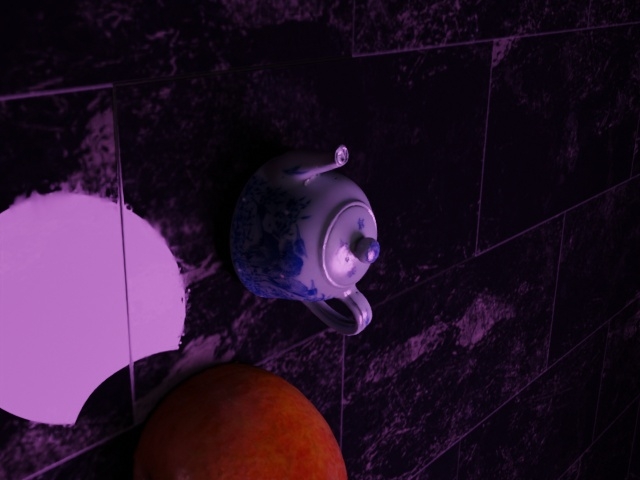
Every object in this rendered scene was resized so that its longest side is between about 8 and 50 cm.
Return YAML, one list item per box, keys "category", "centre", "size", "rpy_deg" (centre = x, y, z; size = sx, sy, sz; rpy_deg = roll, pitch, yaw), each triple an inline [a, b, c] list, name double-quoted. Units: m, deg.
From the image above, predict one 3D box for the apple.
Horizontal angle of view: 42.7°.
- category: "apple"
  centre: [-0.074, 0.290, 0.853]
  size: [0.251, 0.163, 0.293]
  rpy_deg: [3, 99, -53]

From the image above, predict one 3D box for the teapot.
- category: "teapot"
  centre: [0.000, 0.000, 0.853]
  size: [0.159, 0.159, 0.232]
  rpy_deg: [-39, 131, -37]
